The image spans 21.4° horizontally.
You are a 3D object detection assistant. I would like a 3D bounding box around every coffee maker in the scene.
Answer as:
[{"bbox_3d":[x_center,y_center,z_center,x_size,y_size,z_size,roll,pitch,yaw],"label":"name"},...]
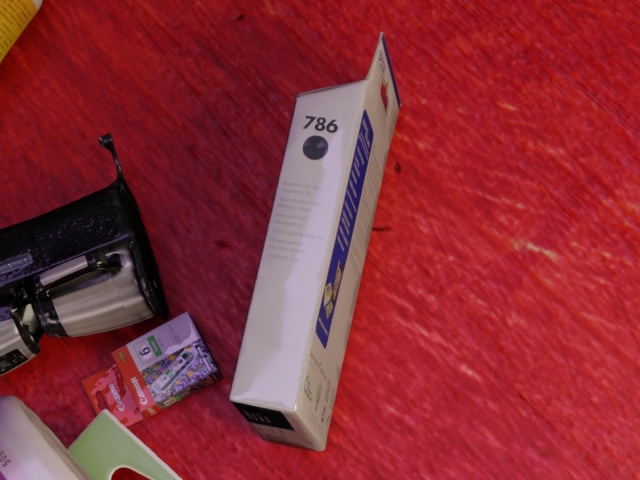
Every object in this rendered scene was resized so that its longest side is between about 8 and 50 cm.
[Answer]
[{"bbox_3d":[-0.241,0.021,1.496,0.178,0.120,0.171,-18,47,0],"label":"coffee maker"}]

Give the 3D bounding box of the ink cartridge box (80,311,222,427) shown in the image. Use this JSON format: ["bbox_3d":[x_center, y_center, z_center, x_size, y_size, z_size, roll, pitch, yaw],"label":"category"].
[{"bbox_3d":[-0.151,0.118,1.484,0.115,0.029,0.063,-28,71,-2],"label":"ink cartridge box"}]

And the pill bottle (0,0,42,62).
[{"bbox_3d":[-0.332,-0.217,1.572,0.118,0.117,0.208,29,78,16],"label":"pill bottle"}]

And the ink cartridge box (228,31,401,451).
[{"bbox_3d":[0.000,0.000,1.431,0.065,0.165,0.332,10,73,12],"label":"ink cartridge box"}]

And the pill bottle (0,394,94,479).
[{"bbox_3d":[-0.307,0.275,1.321,0.301,0.169,0.169,-40,71,-8],"label":"pill bottle"}]

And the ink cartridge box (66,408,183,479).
[{"bbox_3d":[-0.200,0.285,1.423,0.171,0.056,0.235,40,80,17],"label":"ink cartridge box"}]
